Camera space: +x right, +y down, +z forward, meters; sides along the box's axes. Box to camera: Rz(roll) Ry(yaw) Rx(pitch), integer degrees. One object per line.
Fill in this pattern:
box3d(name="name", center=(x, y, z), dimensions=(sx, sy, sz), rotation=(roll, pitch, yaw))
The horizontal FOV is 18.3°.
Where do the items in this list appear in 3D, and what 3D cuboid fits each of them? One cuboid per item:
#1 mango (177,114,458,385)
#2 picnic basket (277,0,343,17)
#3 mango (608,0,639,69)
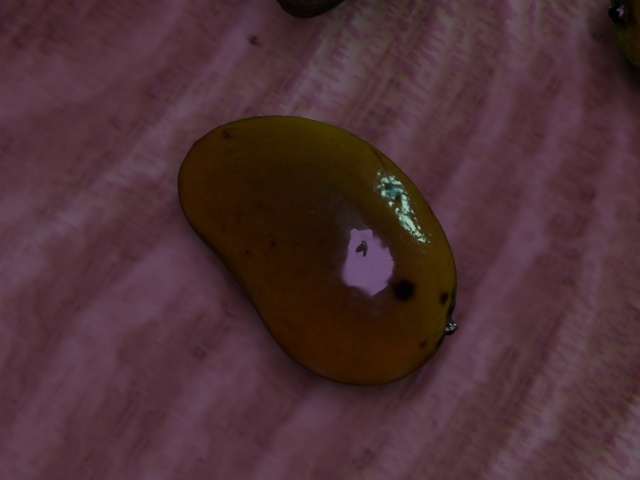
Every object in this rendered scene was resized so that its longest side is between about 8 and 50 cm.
box3d(name="mango", center=(0.003, -0.001, 1.112), dimensions=(0.115, 0.090, 0.178), rotation=(-37, 75, -4))
box3d(name="picnic basket", center=(-0.010, -0.275, 1.140), dimensions=(0.165, 0.139, 0.267), rotation=(-34, 83, -11))
box3d(name="mango", center=(0.274, -0.160, 1.162), dimensions=(0.233, 0.111, 0.125), rotation=(-25, 93, -23))
